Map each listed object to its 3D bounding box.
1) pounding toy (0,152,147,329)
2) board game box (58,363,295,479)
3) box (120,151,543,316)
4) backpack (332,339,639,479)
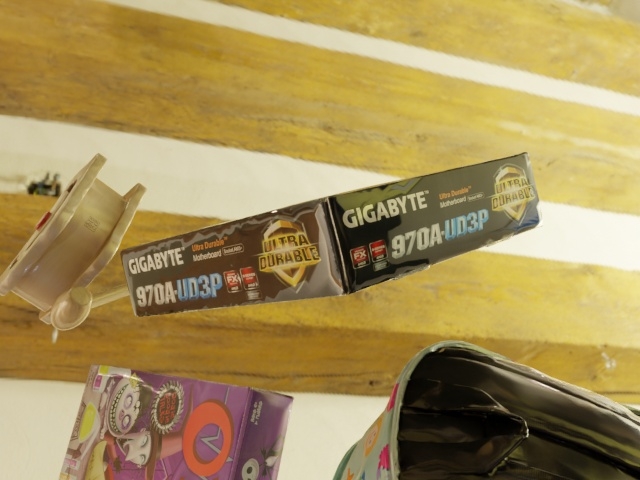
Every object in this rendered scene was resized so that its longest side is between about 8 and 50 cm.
[{"bbox_3d":[-0.285,0.031,0.879,0.155,0.154,0.269,39,-148,-22],"label":"pounding toy"},{"bbox_3d":[-0.135,0.264,0.479,0.056,0.208,0.346,28,-113,-45],"label":"board game box"},{"bbox_3d":[0.000,0.000,0.459,0.175,0.220,0.051,-15,-88,-41],"label":"box"},{"bbox_3d":[0.123,0.183,0.392,0.254,0.191,0.225,28,-148,-8],"label":"backpack"}]
